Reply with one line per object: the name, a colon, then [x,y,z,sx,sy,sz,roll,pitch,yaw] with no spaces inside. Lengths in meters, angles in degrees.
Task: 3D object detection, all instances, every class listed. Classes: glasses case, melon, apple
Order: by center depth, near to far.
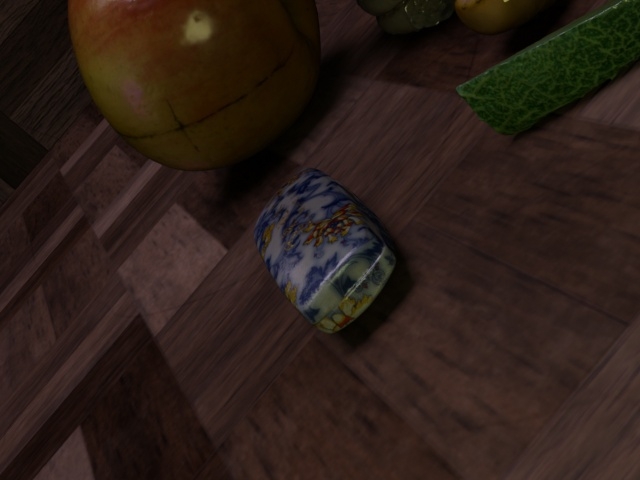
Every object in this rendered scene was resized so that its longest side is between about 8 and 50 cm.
melon: [0.216,-0.156,0.869,0.262,0.053,0.114,-32,6,32]
glasses case: [0.000,0.000,0.985,0.087,0.065,0.248,-46,17,2]
apple: [-0.127,-0.218,1.386,0.233,0.286,0.286,-22,27,20]

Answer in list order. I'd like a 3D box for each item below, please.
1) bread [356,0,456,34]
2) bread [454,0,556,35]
bread: [0.153,-0.349,1.290,0.337,0.102,0.183,-51,14,3]
bread: [0.163,-0.205,1.039,0.115,0.056,0.082,-52,21,-24]
